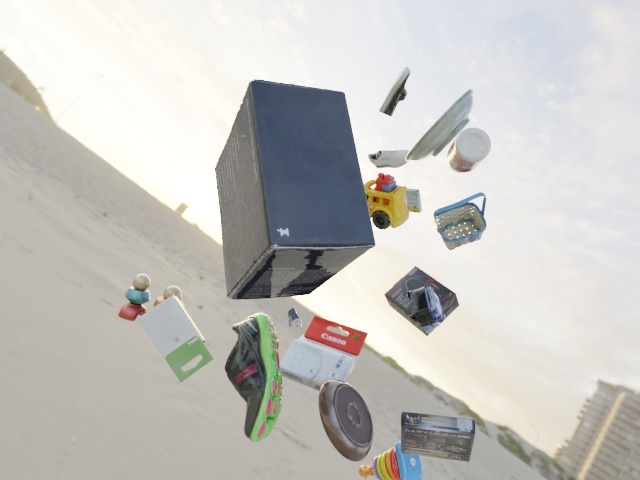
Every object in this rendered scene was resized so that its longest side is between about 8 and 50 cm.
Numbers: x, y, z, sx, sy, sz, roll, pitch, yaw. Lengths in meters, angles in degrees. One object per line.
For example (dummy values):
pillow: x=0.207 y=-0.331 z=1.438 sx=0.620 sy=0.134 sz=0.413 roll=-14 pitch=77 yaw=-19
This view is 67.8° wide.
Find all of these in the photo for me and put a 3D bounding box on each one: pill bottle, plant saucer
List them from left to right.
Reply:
plant saucer: x=0.110 y=0.666 z=1.803 sx=0.310 sy=0.050 sz=0.310 roll=42 pitch=27 yaw=-28
plant saucer: x=0.541 y=-0.474 z=2.078 sx=0.100 sy=0.400 sz=0.400 roll=44 pitch=-13 yaw=3
pill bottle: x=0.520 y=-0.311 z=1.694 sx=0.121 sy=0.121 sz=0.216 roll=35 pitch=-2 yaw=8

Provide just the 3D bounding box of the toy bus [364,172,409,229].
toy bus: x=0.225 y=-0.169 z=1.848 sx=0.220 sy=0.149 sz=0.211 roll=15 pitch=-54 yaw=34

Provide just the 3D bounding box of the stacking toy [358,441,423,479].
stacking toy: x=0.296 y=1.028 z=2.156 sx=0.302 sy=0.175 sz=0.166 roll=-30 pitch=-36 yaw=32

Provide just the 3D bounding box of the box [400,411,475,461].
box: x=0.379 y=0.644 z=1.562 sx=0.231 sy=0.056 sz=0.183 roll=2 pitch=-49 yaw=12

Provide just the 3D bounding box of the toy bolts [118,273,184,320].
toy bolts: x=-0.573 y=0.212 z=1.694 sx=0.228 sy=0.158 sz=0.218 roll=17 pitch=4 yaw=5

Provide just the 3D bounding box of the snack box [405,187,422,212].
snack box: x=0.524 y=-0.230 z=2.730 sx=0.100 sy=0.037 sz=0.141 roll=11 pitch=-50 yaw=35

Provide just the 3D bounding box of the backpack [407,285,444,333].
backpack: x=0.442 y=0.291 z=1.952 sx=0.117 sy=0.158 sz=0.173 roll=-23 pitch=-52 yaw=21

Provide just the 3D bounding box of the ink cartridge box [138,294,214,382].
ink cartridge box: x=-0.389 y=0.266 z=1.301 sx=0.209 sy=0.109 sz=0.062 roll=54 pitch=-11 yaw=6

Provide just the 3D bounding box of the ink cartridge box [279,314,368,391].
ink cartridge box: x=0.023 y=0.524 z=2.276 sx=0.308 sy=0.385 sz=0.091 roll=15 pitch=-42 yaw=20

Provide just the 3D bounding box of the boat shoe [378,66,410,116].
boat shoe: x=0.318 y=-0.604 z=1.944 sx=0.070 sy=0.078 sz=0.219 roll=26 pitch=-43 yaw=-6

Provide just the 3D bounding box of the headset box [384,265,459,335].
headset box: x=0.460 y=0.270 z=2.230 sx=0.293 sy=0.218 sz=0.110 roll=39 pitch=-15 yaw=45

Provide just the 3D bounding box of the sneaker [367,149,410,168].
sneaker: x=0.357 y=-0.432 z=2.470 sx=0.235 sy=0.090 sz=0.095 roll=-7 pitch=-31 yaw=39

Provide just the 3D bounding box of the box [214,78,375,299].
box: x=-0.109 y=-0.119 z=1.405 sx=0.297 sy=0.480 sz=0.472 roll=-1 pitch=-20 yaw=-23

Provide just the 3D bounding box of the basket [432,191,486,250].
basket: x=0.678 y=-0.098 z=2.298 sx=0.289 sy=0.255 sz=0.201 roll=62 pitch=9 yaw=-49

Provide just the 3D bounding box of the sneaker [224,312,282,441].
sneaker: x=-0.259 y=0.518 z=1.810 sx=0.202 sy=0.483 sz=0.185 roll=-12 pitch=-37 yaw=8

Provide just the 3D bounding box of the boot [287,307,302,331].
boot: x=-0.139 y=0.421 z=2.514 sx=0.190 sy=0.069 sz=0.086 roll=109 pitch=-39 yaw=-60

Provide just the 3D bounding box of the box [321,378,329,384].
box: x=0.069 y=0.634 z=1.982 sx=0.136 sy=0.028 sz=0.081 roll=9 pitch=-53 yaw=48
